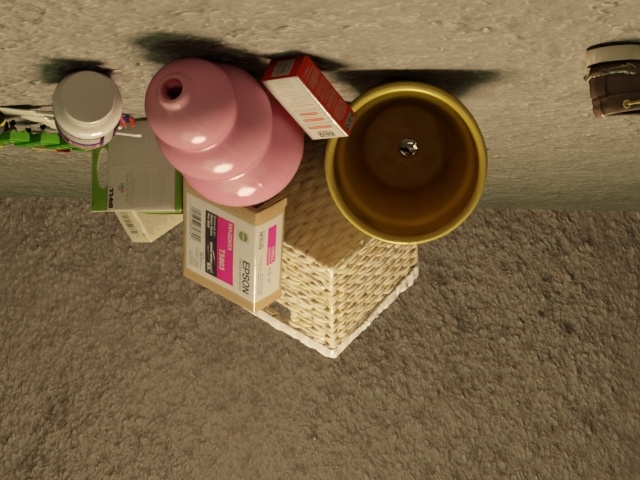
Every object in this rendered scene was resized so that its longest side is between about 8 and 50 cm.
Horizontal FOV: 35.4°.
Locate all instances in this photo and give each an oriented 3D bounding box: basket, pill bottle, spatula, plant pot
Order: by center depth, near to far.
[{"bbox_3d":[-0.367,-0.208,1.580,0.108,0.108,0.193,2,177,-14],"label":"pill bottle"},{"bbox_3d":[0.141,-0.142,1.651,0.254,0.254,0.239,1,-167,6],"label":"plant pot"},{"bbox_3d":[-0.475,-0.230,1.923,0.242,0.019,0.168,7,174,19],"label":"spatula"},{"bbox_3d":[0.000,0.000,2.092,0.328,0.266,0.331,29,-130,26],"label":"basket"}]

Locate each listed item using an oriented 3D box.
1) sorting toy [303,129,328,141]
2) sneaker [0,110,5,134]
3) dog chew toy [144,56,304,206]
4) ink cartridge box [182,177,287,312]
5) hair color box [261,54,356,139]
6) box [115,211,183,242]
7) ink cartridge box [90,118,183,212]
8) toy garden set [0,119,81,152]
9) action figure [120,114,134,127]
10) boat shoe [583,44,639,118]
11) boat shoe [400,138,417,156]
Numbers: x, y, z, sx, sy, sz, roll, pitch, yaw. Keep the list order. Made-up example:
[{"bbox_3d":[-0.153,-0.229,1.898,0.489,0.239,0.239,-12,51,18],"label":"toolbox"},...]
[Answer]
[{"bbox_3d":[-0.038,-0.223,1.997,0.208,0.038,0.193,5,178,17],"label":"sorting toy"},{"bbox_3d":[-0.653,-0.174,1.748,0.300,0.121,0.111,-1,177,40],"label":"sneaker"},{"bbox_3d":[-0.151,-0.171,1.491,0.207,0.206,0.332,0,169,16],"label":"dog chew toy"},{"bbox_3d":[-0.168,-0.006,1.917,0.193,0.234,0.088,25,-142,30],"label":"ink cartridge box"},{"bbox_3d":[-0.016,-0.209,1.476,0.072,0.043,0.141,0,147,38],"label":"hair color box"},{"bbox_3d":[-0.320,-0.111,2.233,0.275,0.113,0.094,-37,-160,-31],"label":"box"},{"bbox_3d":[-0.345,-0.148,2.033,0.255,0.188,0.097,0,179,35],"label":"ink cartridge box"},{"bbox_3d":[-0.592,-0.219,2.111,0.204,0.049,0.244,-1,179,44],"label":"toy garden set"},{"bbox_3d":[-0.392,-0.234,1.923,0.038,0.030,0.115,5,176,11],"label":"action figure"},{"bbox_3d":[0.503,-0.207,1.424,0.324,0.096,0.116,3,177,-34],"label":"boat shoe"},{"bbox_3d":[0.203,-0.194,2.025,0.228,0.076,0.080,3,177,-40],"label":"boat shoe"}]
